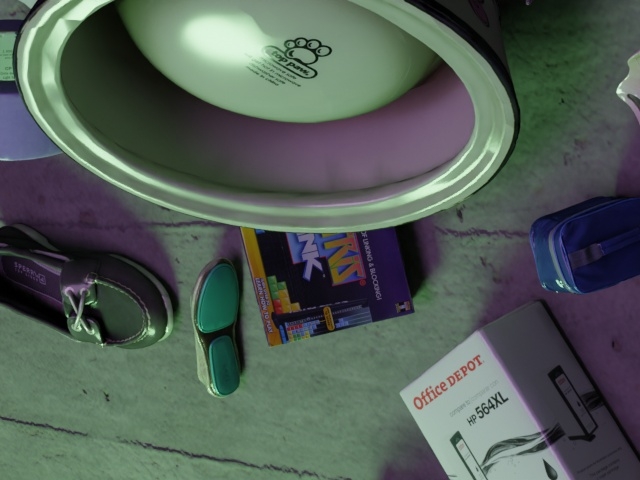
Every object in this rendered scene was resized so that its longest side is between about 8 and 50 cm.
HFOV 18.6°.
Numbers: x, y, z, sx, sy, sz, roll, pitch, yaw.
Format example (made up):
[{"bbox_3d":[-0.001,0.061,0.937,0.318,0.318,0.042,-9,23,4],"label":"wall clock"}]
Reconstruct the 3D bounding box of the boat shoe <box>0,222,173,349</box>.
[{"bbox_3d":[-0.301,0.062,2.229,0.335,0.095,0.112,18,121,44],"label":"boat shoe"}]

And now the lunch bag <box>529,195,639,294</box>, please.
[{"bbox_3d":[0.227,0.003,1.574,0.065,0.098,0.067,8,117,68],"label":"lunch bag"}]

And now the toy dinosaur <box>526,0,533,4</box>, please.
[{"bbox_3d":[0.185,-0.266,1.404,0.160,0.313,0.121,21,153,17],"label":"toy dinosaur"}]

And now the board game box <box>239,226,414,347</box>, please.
[{"bbox_3d":[0.000,0.000,1.806,0.048,0.141,0.170,-98,-6,-78],"label":"board game box"}]

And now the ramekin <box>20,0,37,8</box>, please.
[{"bbox_3d":[-0.202,-0.319,1.800,0.273,0.273,0.127,64,153,5],"label":"ramekin"}]

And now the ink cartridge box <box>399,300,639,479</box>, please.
[{"bbox_3d":[0.180,0.177,1.721,0.203,0.086,0.148,58,141,11],"label":"ink cartridge box"}]

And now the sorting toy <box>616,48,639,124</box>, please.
[{"bbox_3d":[0.262,-0.107,1.522,0.075,0.045,0.083,-31,84,59],"label":"sorting toy"}]

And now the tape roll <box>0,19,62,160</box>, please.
[{"bbox_3d":[-0.330,-0.162,2.078,0.189,0.189,0.080,30,129,38],"label":"tape roll"}]

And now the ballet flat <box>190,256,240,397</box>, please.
[{"bbox_3d":[-0.117,0.088,2.059,0.052,0.057,0.168,34,131,49],"label":"ballet flat"}]

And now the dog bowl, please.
[{"bbox_3d":[-0.037,-0.166,1.596,0.408,0.408,0.150,-35,39,52],"label":"dog bowl"}]
